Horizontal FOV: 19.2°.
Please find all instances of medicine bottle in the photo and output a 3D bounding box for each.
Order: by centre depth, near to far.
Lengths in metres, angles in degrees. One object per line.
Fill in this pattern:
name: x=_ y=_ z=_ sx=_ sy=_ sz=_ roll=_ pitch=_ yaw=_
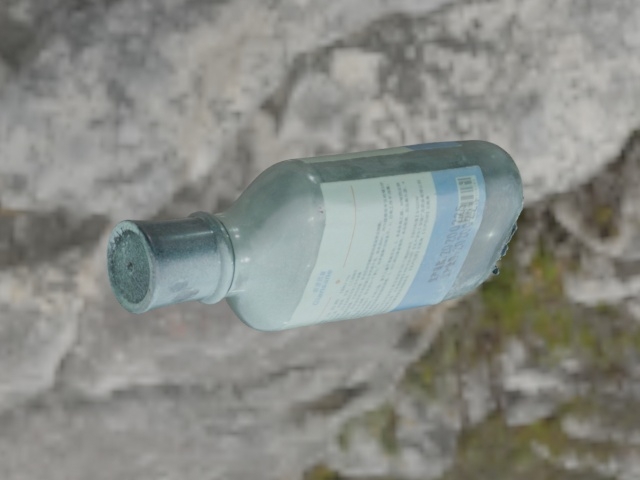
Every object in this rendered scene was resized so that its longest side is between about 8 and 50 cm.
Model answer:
medicine bottle: x=0.000 y=0.000 z=0.884 sx=0.208 sy=0.054 sz=0.090 roll=-7 pitch=134 yaw=-35
